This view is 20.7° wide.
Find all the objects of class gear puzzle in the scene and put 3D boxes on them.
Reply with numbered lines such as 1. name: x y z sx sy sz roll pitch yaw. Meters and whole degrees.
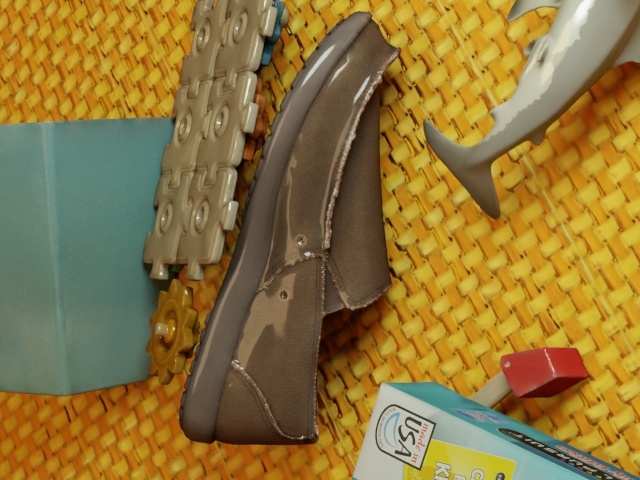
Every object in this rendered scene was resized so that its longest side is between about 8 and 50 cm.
1. gear puzzle: -0.087 -0.046 1.450 0.175 0.044 0.339 -2 76 64

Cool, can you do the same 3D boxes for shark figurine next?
1. shark figurine: 0.192 -0.126 1.248 0.278 0.116 0.166 -60 21 10

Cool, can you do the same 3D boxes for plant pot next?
1. plant pot: -0.226 0.013 1.538 0.165 0.165 0.234 -2 94 39

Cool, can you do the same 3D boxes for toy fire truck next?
1. toy fire truck: 0.125 0.170 1.312 0.192 0.047 0.135 -30 69 35

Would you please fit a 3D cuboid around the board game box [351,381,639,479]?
1. board game box: 0.152 0.274 1.199 0.336 0.079 0.254 22 100 37

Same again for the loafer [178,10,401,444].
1. loafer: 0.000 0.000 1.395 0.130 0.134 0.366 19 99 0
